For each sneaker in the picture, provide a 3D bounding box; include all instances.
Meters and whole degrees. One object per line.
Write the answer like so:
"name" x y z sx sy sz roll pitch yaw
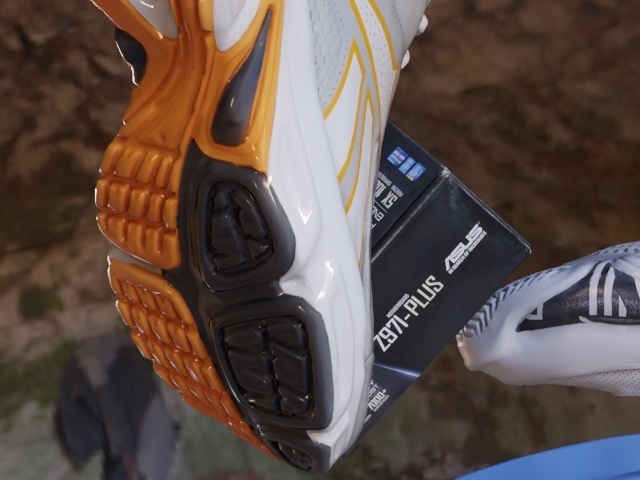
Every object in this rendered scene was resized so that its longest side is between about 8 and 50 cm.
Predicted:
"sneaker" -0.002 -0.051 0.425 0.099 0.262 0.121 22 42 38
"sneaker" 0.254 0.096 0.773 0.365 0.210 0.137 -10 1 26

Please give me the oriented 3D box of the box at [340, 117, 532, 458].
"box" 0.000 0.000 0.768 0.147 0.077 0.180 -48 37 5

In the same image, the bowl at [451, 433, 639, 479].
"bowl" 0.111 0.233 0.443 0.391 0.391 0.077 -14 22 5
